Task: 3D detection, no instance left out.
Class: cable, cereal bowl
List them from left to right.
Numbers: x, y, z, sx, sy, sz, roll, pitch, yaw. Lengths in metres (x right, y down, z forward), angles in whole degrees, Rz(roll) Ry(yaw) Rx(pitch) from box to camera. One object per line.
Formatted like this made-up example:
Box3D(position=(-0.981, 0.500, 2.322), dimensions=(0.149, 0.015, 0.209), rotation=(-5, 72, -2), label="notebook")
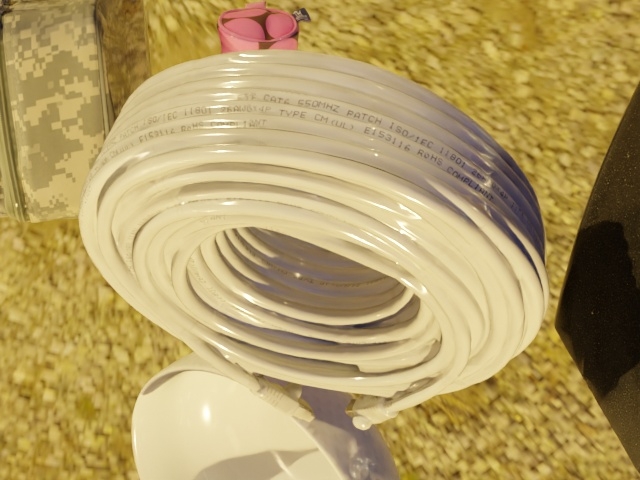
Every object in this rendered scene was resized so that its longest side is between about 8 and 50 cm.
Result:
Box3D(position=(-0.040, 0.253, 1.691), dimensions=(0.141, 0.339, 0.339), rotation=(-37, 106, -42), label="cereal bowl")
Box3D(position=(0.000, 0.000, 0.831), dimensions=(0.257, 0.257, 0.089), rotation=(35, 55, -29), label="cable")

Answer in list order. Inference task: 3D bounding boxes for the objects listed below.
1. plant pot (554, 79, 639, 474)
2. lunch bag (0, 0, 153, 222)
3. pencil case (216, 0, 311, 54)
Box3D(position=(0.239, 0.038, 0.824), dimensions=(0.187, 0.188, 0.167), rotation=(11, 125, -32), label="plant pot")
Box3D(position=(-0.299, -0.147, 1.411), dimensions=(0.256, 0.305, 0.212), rotation=(-5, 114, 3), label="lunch bag")
Box3D(position=(-0.061, -0.132, 1.544), dimensions=(0.095, 0.098, 0.209), rotation=(-4, 121, -13), label="pencil case")
